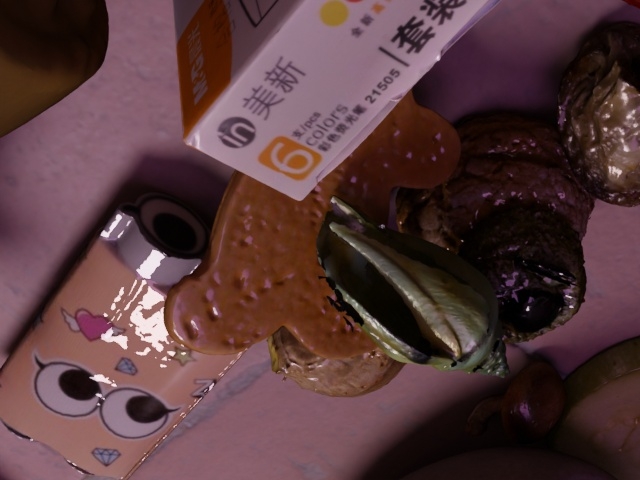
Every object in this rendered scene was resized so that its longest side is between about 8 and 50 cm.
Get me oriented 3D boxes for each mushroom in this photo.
[{"bbox_3d":[0.220,0.191,1.098,0.088,0.073,0.129,-5,147,-51],"label":"mushroom"}]

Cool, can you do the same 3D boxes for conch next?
[{"bbox_3d":[0.079,0.049,0.771,0.200,0.095,0.079,25,156,-15],"label":"conch"}]

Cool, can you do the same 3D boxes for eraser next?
[{"bbox_3d":[-0.182,0.097,0.938,0.171,0.087,0.290,33,121,-14],"label":"eraser"}]

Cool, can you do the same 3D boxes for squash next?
[{"bbox_3d":[0.382,0.208,1.147,0.252,0.049,0.252,-3,132,-4],"label":"squash"}]

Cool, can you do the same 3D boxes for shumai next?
[{"bbox_3d":[0.259,-0.095,0.801,0.123,0.105,0.139,-9,118,-15],"label":"shumai"}]

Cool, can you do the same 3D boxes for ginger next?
[{"bbox_3d":[0.030,0.095,0.945,0.157,0.102,0.216,-19,161,17],"label":"ginger"}]

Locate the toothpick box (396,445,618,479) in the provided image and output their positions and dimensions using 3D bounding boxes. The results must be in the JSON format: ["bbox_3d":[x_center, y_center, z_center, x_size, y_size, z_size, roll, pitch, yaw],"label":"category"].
[{"bbox_3d":[0.164,0.458,1.100,0.409,0.409,0.425,30,132,-30],"label":"toothpick box"}]

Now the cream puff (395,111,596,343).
[{"bbox_3d":[0.162,0.005,0.855,0.183,0.169,0.183,-3,132,-3],"label":"cream puff"}]

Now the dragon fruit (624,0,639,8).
[{"bbox_3d":[0.287,-0.249,0.574,0.342,0.277,0.277,-21,132,-6],"label":"dragon fruit"}]

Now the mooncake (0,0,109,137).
[{"bbox_3d":[-0.220,-0.177,0.615,0.117,0.235,0.235,-31,128,16],"label":"mooncake"}]

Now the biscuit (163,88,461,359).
[{"bbox_3d":[0.003,-0.068,0.776,0.216,0.047,0.340,6,103,-24],"label":"biscuit"}]

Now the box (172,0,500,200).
[{"bbox_3d":[0.004,-0.191,0.590,0.091,0.274,0.221,24,123,-32],"label":"box"}]
